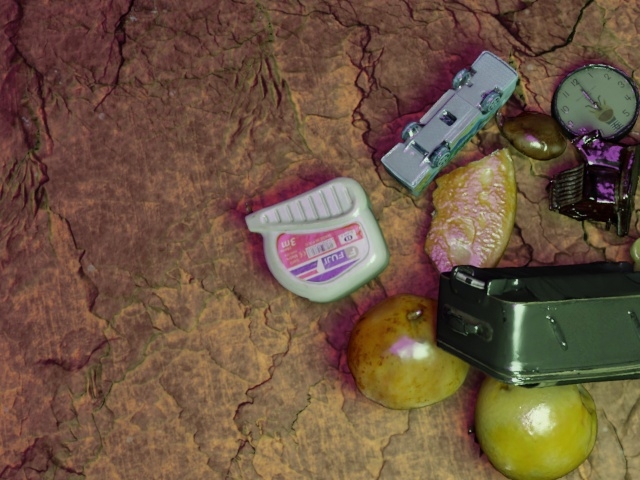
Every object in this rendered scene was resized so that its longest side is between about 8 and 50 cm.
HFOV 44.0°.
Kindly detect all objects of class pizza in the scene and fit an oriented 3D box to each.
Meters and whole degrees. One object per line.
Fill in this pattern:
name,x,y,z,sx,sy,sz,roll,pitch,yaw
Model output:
pizza,0.314,-0.040,1.668,0.182,0.074,0.365,14,80,11

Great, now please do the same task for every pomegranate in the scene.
pomegranate,0.175,0.222,1.555,0.248,0.248,0.248,-2,77,9

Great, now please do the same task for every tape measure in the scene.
tape measure,0.000,0.000,1.688,0.258,0.130,0.265,-22,80,7

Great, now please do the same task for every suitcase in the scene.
suitcase,0.422,0.139,1.396,0.434,0.283,0.194,0,99,-21

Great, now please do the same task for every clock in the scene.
clock,0.589,-0.291,1.695,0.185,0.040,0.184,-2,77,9

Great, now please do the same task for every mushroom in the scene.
mushroom,0.441,-0.233,1.675,0.171,0.135,0.080,33,125,36

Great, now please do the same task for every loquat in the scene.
loquat,0.396,0.339,1.492,0.244,0.244,0.243,-2,77,9

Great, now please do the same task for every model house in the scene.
model house,0.564,-0.127,1.624,0.164,0.141,0.203,9,71,25

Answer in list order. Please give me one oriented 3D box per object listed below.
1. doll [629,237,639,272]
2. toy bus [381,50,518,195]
doll,0.704,0.110,1.519,0.177,0.161,0.260,-8,76,-6
toy bus,0.278,-0.242,1.688,0.329,0.136,0.109,-46,70,-2
